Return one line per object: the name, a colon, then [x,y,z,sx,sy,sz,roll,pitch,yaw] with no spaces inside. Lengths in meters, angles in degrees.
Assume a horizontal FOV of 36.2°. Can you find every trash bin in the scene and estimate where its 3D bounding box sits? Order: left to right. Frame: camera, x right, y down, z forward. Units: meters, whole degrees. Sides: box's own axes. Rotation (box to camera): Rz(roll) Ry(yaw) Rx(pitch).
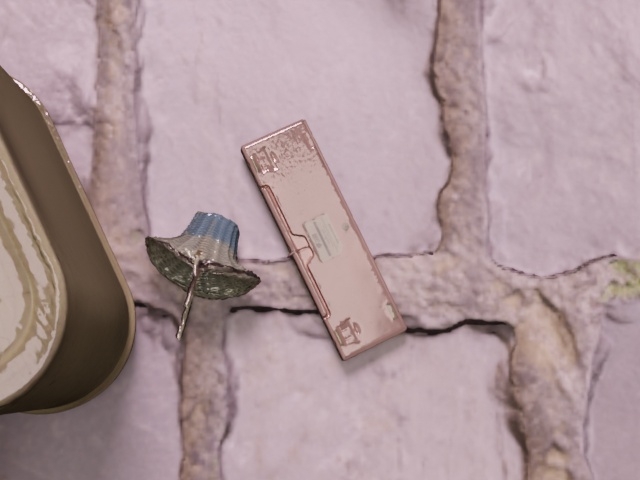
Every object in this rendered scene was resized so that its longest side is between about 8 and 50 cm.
trash bin: [-0.200,-0.015,0.555,0.121,0.247,0.243,-25,85,-8]

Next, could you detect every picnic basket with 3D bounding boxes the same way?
picnic basket: [-0.081,0.020,0.653,0.083,0.065,0.083,23,66,-6]

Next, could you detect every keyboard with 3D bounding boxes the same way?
keyboard: [0.000,0.000,0.685,0.055,0.017,0.166,-25,87,-11]
